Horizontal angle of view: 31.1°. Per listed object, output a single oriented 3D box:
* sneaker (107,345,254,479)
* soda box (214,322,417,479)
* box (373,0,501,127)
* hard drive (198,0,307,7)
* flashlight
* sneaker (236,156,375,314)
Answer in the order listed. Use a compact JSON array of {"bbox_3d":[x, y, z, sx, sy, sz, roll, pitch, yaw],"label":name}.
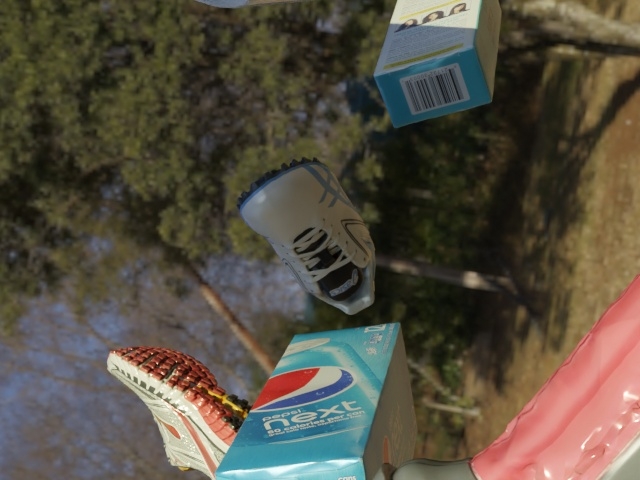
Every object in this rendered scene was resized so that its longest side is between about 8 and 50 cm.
[{"bbox_3d":[-0.138,0.181,1.151,0.088,0.225,0.092,1,-61,-57],"label":"sneaker"},{"bbox_3d":[0.006,0.105,0.582,0.210,0.067,0.071,-56,-42,-76],"label":"soda box"},{"bbox_3d":[0.123,-0.201,1.155,0.244,0.100,0.060,-71,-37,-57],"label":"box"},{"bbox_3d":[-0.073,-0.197,0.694,0.353,0.233,0.047,-34,-39,-66],"label":"hard drive"},{"bbox_3d":[0.111,0.036,0.417,0.304,0.103,0.103,-49,-49,9],"label":"flashlight"},{"bbox_3d":[0.000,0.000,0.980,0.086,0.085,0.237,57,-175,25],"label":"sneaker"}]
